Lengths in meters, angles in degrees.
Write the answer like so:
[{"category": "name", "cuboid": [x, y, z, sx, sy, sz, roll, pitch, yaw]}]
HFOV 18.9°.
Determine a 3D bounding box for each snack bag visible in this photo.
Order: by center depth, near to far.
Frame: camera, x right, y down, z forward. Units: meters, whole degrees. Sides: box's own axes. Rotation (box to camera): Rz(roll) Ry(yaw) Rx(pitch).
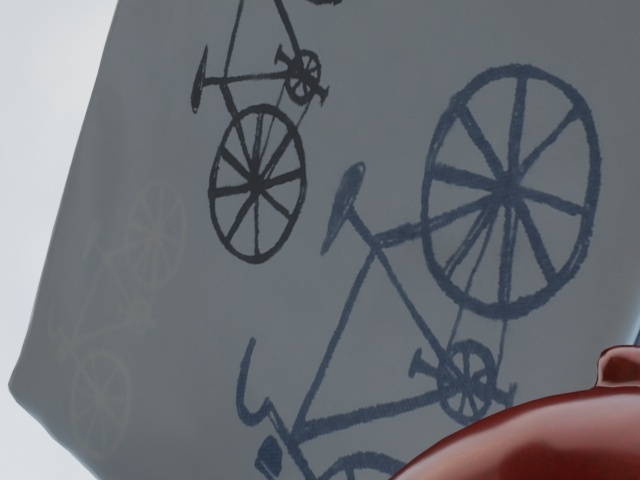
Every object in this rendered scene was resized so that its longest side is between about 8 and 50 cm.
[{"category": "snack bag", "cuboid": [0.000, 0.000, 0.758, 0.342, 0.037, 0.323, 32, -69, 44]}]

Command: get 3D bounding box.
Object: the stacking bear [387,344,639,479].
[{"category": "stacking bear", "cuboid": [0.029, 0.107, 0.267, 0.164, 0.289, 0.175, -19, -80, 21]}]
